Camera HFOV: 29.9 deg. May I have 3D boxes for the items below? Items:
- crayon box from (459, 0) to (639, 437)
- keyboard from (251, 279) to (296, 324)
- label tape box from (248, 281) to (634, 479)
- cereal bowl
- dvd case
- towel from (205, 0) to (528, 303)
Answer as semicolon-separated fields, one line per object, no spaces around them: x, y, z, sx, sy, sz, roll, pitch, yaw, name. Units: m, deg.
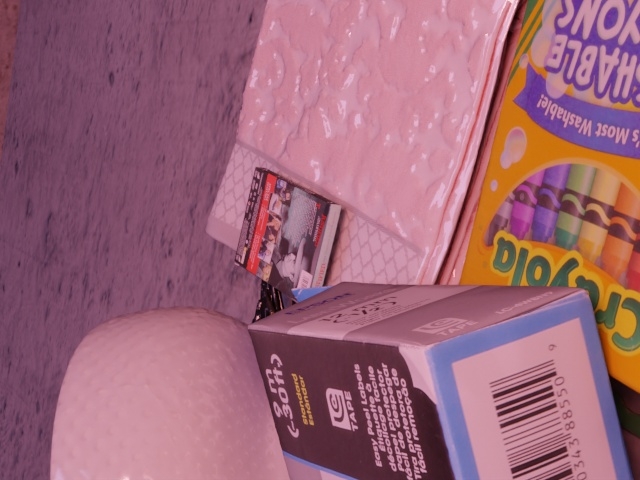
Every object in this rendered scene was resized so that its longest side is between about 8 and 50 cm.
0.185;-0.043;0.669;0.203;0.083;0.323;32;113;60;crayon box
0.000;0.000;1.064;0.201;0.033;0.317;-8;77;55;keyboard
0.051;0.159;0.758;0.347;0.115;0.249;-4;103;63;label tape box
-0.058;0.206;0.903;0.339;0.141;0.339;-14;-90;-77;cereal bowl
-0.029;-0.004;0.979;0.119;0.013;0.087;28;109;54;dvd case
0.025;-0.095;0.972;0.332;0.053;0.317;34;112;52;towel
